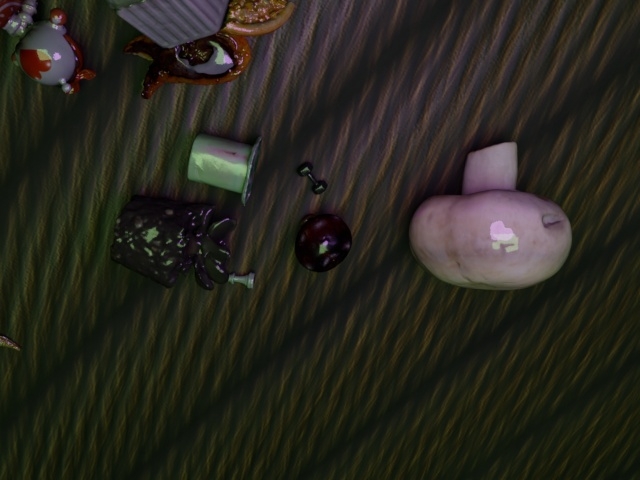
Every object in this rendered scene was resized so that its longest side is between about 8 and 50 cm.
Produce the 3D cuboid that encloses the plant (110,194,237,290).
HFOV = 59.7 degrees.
[{"bbox_3d":[-0.336,0.009,1.311,0.275,0.188,0.199,16,114,-11],"label":"plant"}]

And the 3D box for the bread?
[{"bbox_3d":[-0.280,-0.394,1.189,0.268,0.095,0.140,-7,112,13],"label":"bread"}]

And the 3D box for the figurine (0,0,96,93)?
[{"bbox_3d":[-0.570,-0.400,1.136,0.183,0.160,0.226,-41,121,14],"label":"figurine"}]

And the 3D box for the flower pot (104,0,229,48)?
[{"bbox_3d":[-0.296,-0.496,1.031,0.239,0.189,0.210,-12,87,10],"label":"flower pot"}]

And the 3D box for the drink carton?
[{"bbox_3d":[-0.219,-0.173,1.267,0.142,0.144,0.146,15,113,-5],"label":"drink carton"}]

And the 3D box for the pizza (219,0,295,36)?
[{"bbox_3d":[-0.136,-0.484,1.149,0.178,0.041,0.131,-15,82,-25],"label":"pizza"}]

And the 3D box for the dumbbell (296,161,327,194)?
[{"bbox_3d":[-0.019,-0.149,1.346,0.040,0.036,0.083,-36,113,12],"label":"dumbbell"}]

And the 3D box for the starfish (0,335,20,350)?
[{"bbox_3d":[-0.884,0.263,1.470,0.175,0.053,0.208,14,120,-22],"label":"starfish"}]

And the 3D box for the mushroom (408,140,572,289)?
[{"bbox_3d":[0.373,-0.028,1.288,0.325,0.353,0.353,-24,116,-10],"label":"mushroom"}]

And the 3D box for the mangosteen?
[{"bbox_3d":[0.000,0.000,1.370,0.152,0.152,0.153,-2,115,-4],"label":"mangosteen"}]

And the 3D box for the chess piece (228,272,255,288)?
[{"bbox_3d":[-0.218,0.099,1.446,0.093,0.042,0.042,8,114,-3],"label":"chess piece"}]
